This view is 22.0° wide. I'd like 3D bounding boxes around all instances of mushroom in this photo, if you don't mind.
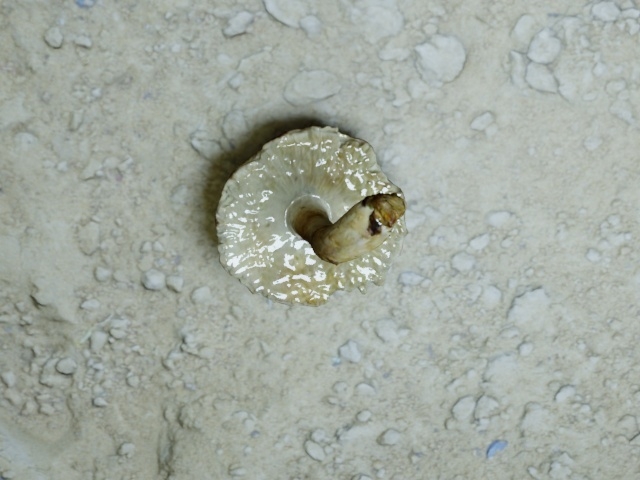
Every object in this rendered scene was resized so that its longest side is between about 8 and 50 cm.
[{"bbox_3d":[-0.021,-0.025,1.918,0.233,0.302,0.208,-43,79,4],"label":"mushroom"}]
